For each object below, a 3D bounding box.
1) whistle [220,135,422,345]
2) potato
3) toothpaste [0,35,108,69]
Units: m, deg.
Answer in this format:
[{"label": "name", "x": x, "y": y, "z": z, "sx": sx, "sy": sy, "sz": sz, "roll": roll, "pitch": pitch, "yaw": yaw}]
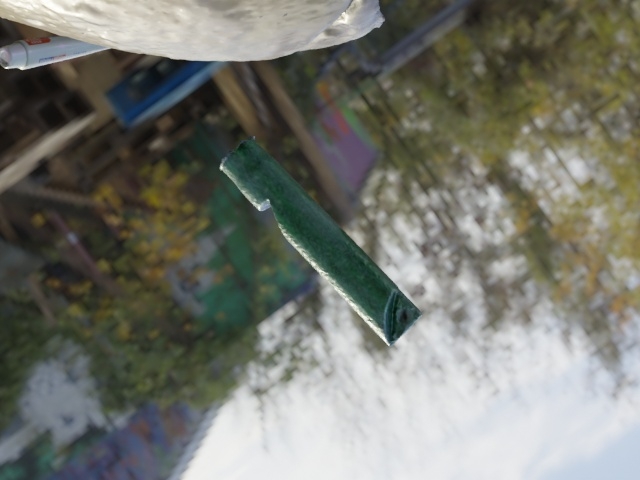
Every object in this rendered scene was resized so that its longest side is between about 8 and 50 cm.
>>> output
[{"label": "whistle", "x": 0.000, "y": 0.000, "z": 1.175, "sx": 0.039, "sy": 0.186, "sz": 0.039, "roll": -43, "pitch": 171, "yaw": -9}, {"label": "potato", "x": -0.112, "y": -0.143, "z": 0.810, "sx": 0.264, "sy": 0.211, "sz": 0.189, "roll": -15, "pitch": -136, "yaw": -2}, {"label": "toothpaste", "x": -0.281, "y": -0.226, "z": 1.830, "sx": 0.052, "sy": 0.033, "sz": 0.218, "roll": 9, "pitch": -161, "yaw": 39}]
